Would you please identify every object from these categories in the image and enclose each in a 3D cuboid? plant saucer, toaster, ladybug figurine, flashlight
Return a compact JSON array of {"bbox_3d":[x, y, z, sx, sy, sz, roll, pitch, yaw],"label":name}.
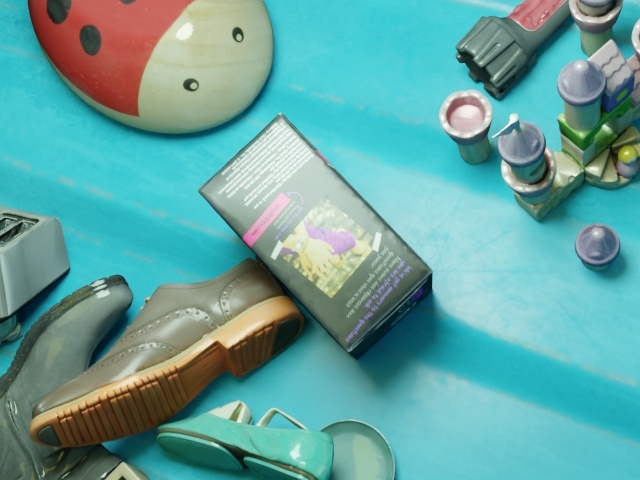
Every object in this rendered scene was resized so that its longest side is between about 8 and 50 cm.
[{"bbox_3d":[0.035,0.282,1.246,0.119,0.021,0.119,-4,71,13],"label":"plant saucer"},{"bbox_3d":[-0.464,0.027,1.375,0.168,0.185,0.110,11,119,19],"label":"toaster"},{"bbox_3d":[-0.270,-0.340,1.460,0.449,0.162,0.305,35,84,23],"label":"ladybug figurine"},{"bbox_3d":[0.305,-0.337,1.337,0.304,0.103,0.103,-44,68,-3],"label":"flashlight"}]

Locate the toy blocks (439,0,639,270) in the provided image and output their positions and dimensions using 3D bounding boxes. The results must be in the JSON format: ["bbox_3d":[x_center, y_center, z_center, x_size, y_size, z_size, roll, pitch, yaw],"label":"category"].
[{"bbox_3d":[0.333,-0.151,1.182,0.288,0.260,0.309,-41,67,-2],"label":"toy blocks"}]

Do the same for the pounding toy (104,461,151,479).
[{"bbox_3d":[-0.243,0.415,1.232,0.181,0.094,0.206,40,79,19],"label":"pounding toy"}]

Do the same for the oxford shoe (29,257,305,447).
[{"bbox_3d":[-0.206,0.141,1.278,0.364,0.130,0.132,-25,60,-20],"label":"oxford shoe"}]

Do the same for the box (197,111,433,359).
[{"bbox_3d":[0.000,0.000,1.248,0.143,0.165,0.270,-42,79,-2],"label":"box"}]

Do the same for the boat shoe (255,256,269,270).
[{"bbox_3d":[-0.052,-0.017,1.360,0.046,0.038,0.125,31,82,22],"label":"boat shoe"}]

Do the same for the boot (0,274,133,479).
[{"bbox_3d":[-0.322,0.226,1.328,0.338,0.118,0.223,-46,73,4],"label":"boot"}]

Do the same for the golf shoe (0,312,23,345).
[{"bbox_3d":[-0.510,0.138,1.407,0.176,0.086,0.069,-33,69,4],"label":"golf shoe"}]

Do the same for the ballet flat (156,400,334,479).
[{"bbox_3d":[-0.088,0.248,1.259,0.247,0.083,0.087,8,53,29],"label":"ballet flat"}]
